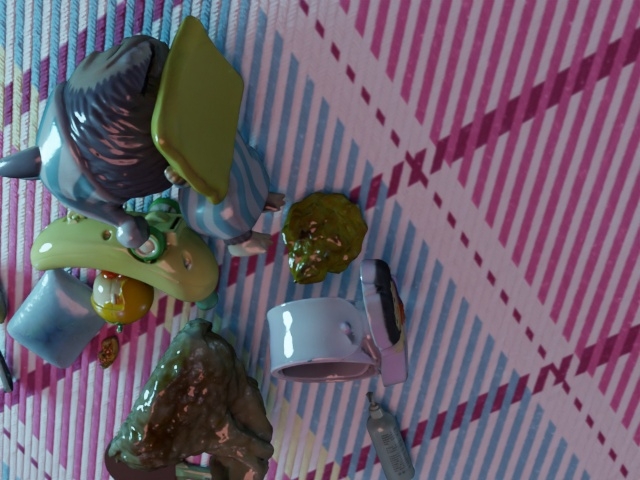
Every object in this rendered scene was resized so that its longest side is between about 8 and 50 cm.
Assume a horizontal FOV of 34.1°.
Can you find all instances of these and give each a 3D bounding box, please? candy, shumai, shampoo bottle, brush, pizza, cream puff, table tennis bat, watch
[{"bbox_3d":[-0.466,0.139,1.867,0.138,0.071,0.174,37,115,-11],"label":"candy"},{"bbox_3d":[-0.185,0.301,1.790,0.262,0.267,0.314,29,125,-3],"label":"shumai"},{"bbox_3d":[0.118,0.351,1.884,0.056,0.056,0.195,-13,114,16],"label":"shampoo bottle"},{"bbox_3d":[-0.594,0.152,1.912,0.060,0.068,0.297,-15,120,-7],"label":"brush"},{"bbox_3d":[-0.392,0.207,1.922,0.037,0.016,0.083,28,121,2],"label":"pizza"},{"bbox_3d":[0.000,0.000,1.685,0.146,0.116,0.146,6,120,11],"label":"cream puff"},{"bbox_3d":[-0.302,0.442,2.032,0.246,0.022,0.138,8,120,8],"label":"table tennis bat"},{"bbox_3d":[0.023,0.138,1.698,0.231,0.196,0.244,-4,161,11],"label":"watch"}]

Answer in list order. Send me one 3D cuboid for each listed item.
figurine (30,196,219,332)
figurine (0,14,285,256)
[{"bbox_3d":[-0.331,0.045,1.768,0.324,0.124,0.222,3,122,9],"label":"figurine"},{"bbox_3d":[-0.297,-0.133,1.624,0.378,0.266,0.361,-6,132,25],"label":"figurine"}]
